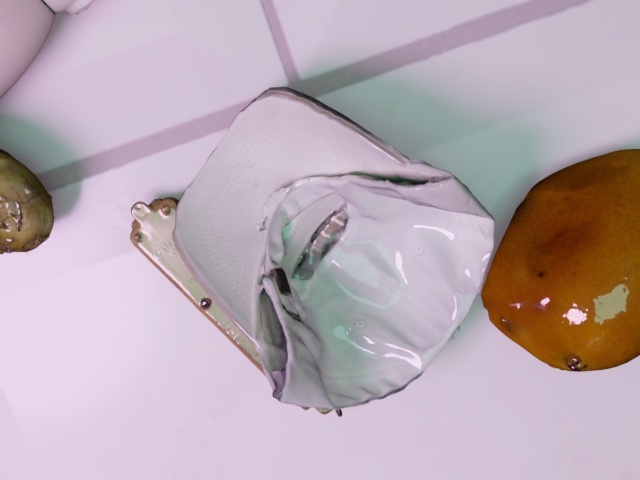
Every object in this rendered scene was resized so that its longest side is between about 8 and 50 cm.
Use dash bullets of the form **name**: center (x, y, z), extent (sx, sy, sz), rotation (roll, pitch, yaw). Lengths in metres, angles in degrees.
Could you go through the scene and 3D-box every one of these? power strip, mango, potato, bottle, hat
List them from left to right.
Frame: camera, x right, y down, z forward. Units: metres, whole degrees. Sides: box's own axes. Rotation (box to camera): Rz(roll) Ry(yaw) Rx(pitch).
- **potato**: center (-0.361, -0.065, 1.025), extent (0.225, 0.117, 0.090), rotation (33, 62, 6)
- **bottle**: center (-0.307, -0.237, 0.991), extent (0.236, 0.147, 0.147), rotation (-42, 95, -2)
- **power strip**: center (-0.081, 0.070, 1.074), extent (0.064, 0.044, 0.305), rotation (-45, 93, 6)
- **hat**: center (0.001, 0.002, 1.027), extent (0.301, 0.168, 0.258), rotation (40, 95, 21)
- **mango**: center (0.282, 0.018, 1.007), extent (0.166, 0.136, 0.236), rotation (15, 75, 40)
